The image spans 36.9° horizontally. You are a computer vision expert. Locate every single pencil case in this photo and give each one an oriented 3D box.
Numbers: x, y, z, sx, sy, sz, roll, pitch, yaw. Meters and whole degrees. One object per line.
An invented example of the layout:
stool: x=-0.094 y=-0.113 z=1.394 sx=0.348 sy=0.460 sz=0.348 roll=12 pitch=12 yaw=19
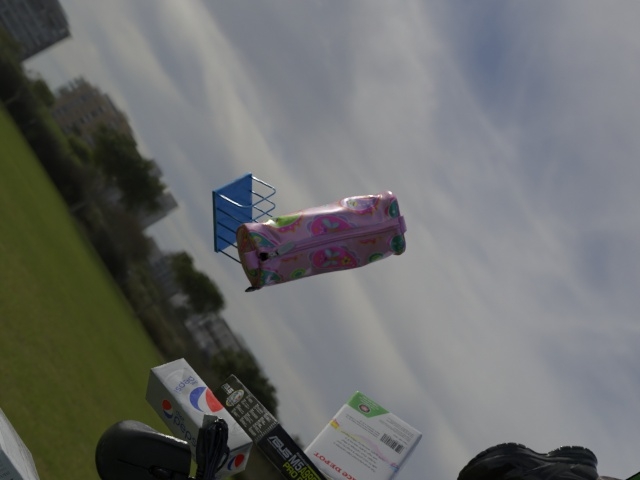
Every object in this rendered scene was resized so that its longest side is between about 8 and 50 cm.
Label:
pencil case: x=0.000 y=0.000 z=1.606 sx=0.124 sy=0.284 sz=0.124 roll=168 pitch=-90 yaw=-75

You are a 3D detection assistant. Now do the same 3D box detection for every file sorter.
file sorter: x=-0.171 y=-0.046 z=2.220 sx=0.104 sy=0.118 sz=0.170 roll=29 pitch=-46 yaw=32

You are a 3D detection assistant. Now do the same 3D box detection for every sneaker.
sneaker: x=0.396 y=0.452 z=1.779 sx=0.130 sy=0.286 sz=0.109 roll=-101 pitch=-166 yaw=-49

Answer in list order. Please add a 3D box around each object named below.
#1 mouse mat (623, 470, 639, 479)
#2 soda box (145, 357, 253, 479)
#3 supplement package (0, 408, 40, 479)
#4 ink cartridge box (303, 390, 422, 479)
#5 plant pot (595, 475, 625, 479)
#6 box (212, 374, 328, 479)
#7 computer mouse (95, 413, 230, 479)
mouse mat: x=0.593 y=0.444 z=1.627 sx=0.152 sy=0.190 sz=0.007 roll=49 pitch=26 yaw=-2
soda box: x=-0.270 y=0.390 z=2.106 sx=0.286 sy=0.091 sz=0.098 roll=42 pitch=-49 yaw=35
supplement package: x=-0.640 y=0.432 z=1.746 sx=0.198 sy=0.199 sz=0.262 roll=51 pitch=-19 yaw=43
ink cartridge box: x=0.088 y=0.527 z=2.321 sx=0.201 sy=0.278 sz=0.117 roll=32 pitch=-50 yaw=14
plant pot: x=0.478 y=0.511 z=1.565 sx=0.215 sy=0.230 sz=0.215 roll=15 pitch=-3 yaw=1
box: x=-0.091 y=0.395 z=1.877 sx=0.216 sy=0.060 sz=0.270 roll=54 pitch=-12 yaw=-23
computer mouse: x=-0.284 y=0.367 z=1.599 sx=0.272 sy=0.188 sz=0.072 roll=4 pitch=-8 yaw=32
